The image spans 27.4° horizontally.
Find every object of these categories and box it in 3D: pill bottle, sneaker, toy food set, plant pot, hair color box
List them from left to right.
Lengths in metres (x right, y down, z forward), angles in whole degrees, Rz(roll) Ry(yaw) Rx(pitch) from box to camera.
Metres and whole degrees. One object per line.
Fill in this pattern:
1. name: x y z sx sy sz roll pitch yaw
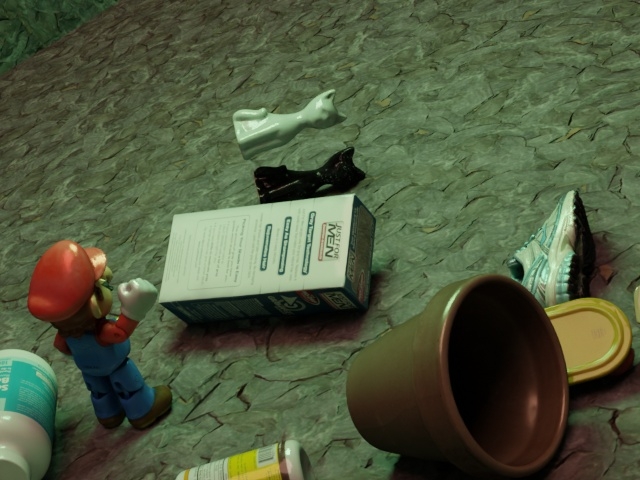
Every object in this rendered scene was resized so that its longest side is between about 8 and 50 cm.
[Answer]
1. pill bottle: -0.487 0.294 2.041 0.146 0.146 0.264 -19 29 2
2. pill bottle: -0.115 0.347 1.743 0.215 0.117 0.117 -17 29 7
3. hair color box: -0.088 0.035 2.207 0.347 0.105 0.174 -6 62 25
4. plant pot: 0.163 0.195 1.735 0.229 0.263 0.263 -20 22 43
5. sneaker: 0.347 0.019 2.018 0.122 0.110 0.283 -11 30 24
6. toy food set: 0.368 0.152 1.829 0.217 0.071 0.128 -16 53 13

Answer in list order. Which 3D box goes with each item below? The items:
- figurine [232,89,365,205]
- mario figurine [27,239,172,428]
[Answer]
1. figurine: -0.038 -0.172 2.481 0.209 0.215 0.092 -17 34 2
2. mario figurine: -0.330 0.129 2.040 0.198 0.321 0.170 -20 29 0
